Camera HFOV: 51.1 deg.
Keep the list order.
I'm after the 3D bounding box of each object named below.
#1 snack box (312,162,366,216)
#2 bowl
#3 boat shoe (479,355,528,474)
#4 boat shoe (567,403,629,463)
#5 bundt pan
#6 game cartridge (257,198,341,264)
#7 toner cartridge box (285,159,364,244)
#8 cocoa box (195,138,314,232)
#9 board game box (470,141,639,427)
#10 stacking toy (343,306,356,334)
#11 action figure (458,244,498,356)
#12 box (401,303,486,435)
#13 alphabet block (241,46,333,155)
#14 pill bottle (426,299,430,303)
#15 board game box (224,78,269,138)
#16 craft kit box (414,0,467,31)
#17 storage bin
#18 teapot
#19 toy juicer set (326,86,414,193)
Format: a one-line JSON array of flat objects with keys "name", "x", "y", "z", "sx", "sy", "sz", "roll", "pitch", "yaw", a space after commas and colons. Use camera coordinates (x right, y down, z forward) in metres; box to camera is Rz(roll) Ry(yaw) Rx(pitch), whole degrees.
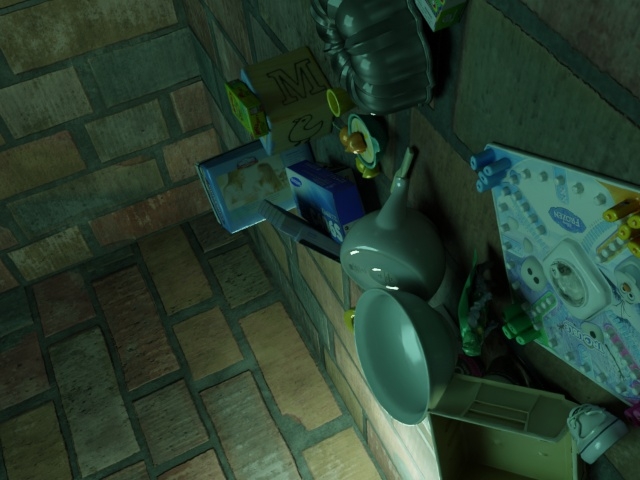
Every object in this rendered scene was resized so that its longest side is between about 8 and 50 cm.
[{"name": "snack box", "x": 0.040, "y": -0.134, "z": 2.022, "sx": 0.322, "sy": 0.060, "sz": 0.187, "roll": 27, "pitch": 138, "yaw": 69}, {"name": "bowl", "x": 0.199, "y": 0.232, "z": 1.439, "sx": 0.298, "sy": 0.134, "sz": 0.298, "roll": 39, "pitch": 136, "yaw": 53}, {"name": "boat shoe", "x": 0.406, "y": 0.393, "z": 1.410, "sx": 0.116, "sy": 0.097, "sz": 0.324, "roll": -6, "pitch": 117, "yaw": 33}, {"name": "boat shoe", "x": 0.428, "y": 0.301, "z": 1.069, "sx": 0.076, "sy": 0.083, "sz": 0.226, "roll": 49, "pitch": 180, "yaw": 23}, {"name": "bundt pan", "x": 0.079, "y": -0.375, "z": 1.233, "sx": 0.331, "sy": 0.124, "sz": 0.331, "roll": 63, "pitch": 175, "yaw": 10}, {"name": "game cartridge", "x": 0.000, "y": 0.000, "z": 1.950, "sx": 0.355, "sy": 0.068, "sz": 0.230, "roll": 27, "pitch": -171, "yaw": -25}, {"name": "toner cartridge box", "x": 0.013, "y": -0.111, "z": 1.880, "sx": 0.348, "sy": 0.075, "sz": 0.165, "roll": 36, "pitch": 145, "yaw": 61}, {"name": "cocoa box", "x": -0.202, "y": -0.205, "z": 2.221, "sx": 0.228, "sy": 0.347, "sz": 0.231, "roll": 30, "pitch": 142, "yaw": 67}, {"name": "board game box", "x": 0.386, "y": 0.067, "z": 1.044, "sx": 0.390, "sy": 0.050, "sz": 0.390, "roll": 40, "pitch": 150, "yaw": 62}, {"name": "stacking toy", "x": 0.237, "y": 0.310, "z": 2.011, "sx": 0.279, "sy": 0.130, "sz": 0.309, "roll": 14, "pitch": 134, "yaw": 40}, {"name": "action figure", "x": 0.290, "y": 0.130, "z": 1.231, "sx": 0.232, "sy": 0.063, "sz": 0.137, "roll": -63, "pitch": -37, "yaw": -50}, {"name": "box", "x": 0.281, "y": 0.305, "z": 1.601, "sx": 0.247, "sy": 0.163, "sz": 0.142, "roll": 60, "pitch": 163, "yaw": 29}, {"name": "alphabet block", "x": -0.090, "y": -0.379, "z": 1.833, "sx": 0.193, "sy": 0.197, "sz": 0.192, "roll": 63, "pitch": 167, "yaw": 17}, {"name": "pill bottle", "x": 0.230, "y": 0.118, "z": 1.698, "sx": 0.116, "sy": 0.065, "sz": 0.065, "roll": 42, "pitch": 152, "yaw": 61}, {"name": "board game box", "x": -0.196, "y": -0.349, "z": 1.767, "sx": 0.181, "sy": 0.043, "sz": 0.092, "roll": 51, "pitch": 160, "yaw": 48}, {"name": "craft kit box", "x": 0.161, "y": -0.489, "z": 0.997, "sx": 0.250, "sy": 0.061, "sz": 0.247, "roll": 63, "pitch": 163, "yaw": 16}, {"name": "storage bin", "x": 0.365, "y": 0.414, "z": 1.294, "sx": 0.260, "sy": 0.123, "sz": 0.262, "roll": 6, "pitch": 124, "yaw": 33}, {"name": "teapot", "x": 0.179, "y": 0.013, "z": 1.495, "sx": 0.252, "sy": 0.187, "sz": 0.256, "roll": 37, "pitch": 152, "yaw": -14}, {"name": "toy juicer set", "x": 0.108, "y": -0.207, "z": 1.580, "sx": 0.329, "sy": 0.089, "sz": 0.209, "roll": 55, "pitch": 162, "yaw": 40}]
